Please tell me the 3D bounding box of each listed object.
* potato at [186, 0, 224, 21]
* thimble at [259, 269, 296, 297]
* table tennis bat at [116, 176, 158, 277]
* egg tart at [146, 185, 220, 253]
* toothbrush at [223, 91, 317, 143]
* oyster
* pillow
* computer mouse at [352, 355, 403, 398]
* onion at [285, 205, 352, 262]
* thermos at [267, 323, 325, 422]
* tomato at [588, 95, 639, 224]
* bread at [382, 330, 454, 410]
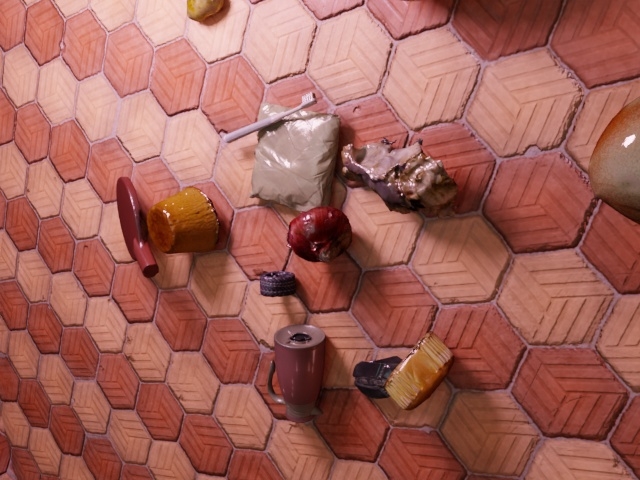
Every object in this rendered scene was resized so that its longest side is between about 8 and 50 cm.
[{"bbox_3d":[-0.340,-0.687,1.595,0.138,0.070,0.091,-14,90,32],"label":"potato"},{"bbox_3d":[-0.122,0.126,1.588,0.095,0.104,0.066,4,99,29],"label":"thimble"},{"bbox_3d":[-0.604,-0.037,1.787,0.414,0.051,0.268,54,142,39],"label":"table tennis bat"},{"bbox_3d":[-0.420,-0.048,1.698,0.215,0.171,0.215,20,120,38],"label":"egg tart"},{"bbox_3d":[-0.144,-0.327,1.505,0.342,0.025,0.030,-16,74,36],"label":"toothbrush"},{"bbox_3d":[0.181,-0.164,1.335,0.337,0.133,0.197,35,142,37],"label":"oyster"},{"bbox_3d":[-0.081,-0.223,1.520,0.274,0.076,0.280,17,107,30],"label":"pillow"},{"bbox_3d":[0.167,0.372,1.485,0.192,0.062,0.105,-12,92,31],"label":"computer mouse"},{"bbox_3d":[0.000,0.000,1.445,0.184,0.184,0.147,-36,43,31],"label":"onion"},{"bbox_3d":[-0.071,0.387,1.587,0.176,0.146,0.265,9,109,23],"label":"thermos"},{"bbox_3d":[0.659,-0.140,0.995,0.304,0.239,0.303,3,96,30],"label":"tomato"},{"bbox_3d":[0.247,0.328,1.370,0.190,0.132,0.114,-44,75,-2],"label":"bread"}]
